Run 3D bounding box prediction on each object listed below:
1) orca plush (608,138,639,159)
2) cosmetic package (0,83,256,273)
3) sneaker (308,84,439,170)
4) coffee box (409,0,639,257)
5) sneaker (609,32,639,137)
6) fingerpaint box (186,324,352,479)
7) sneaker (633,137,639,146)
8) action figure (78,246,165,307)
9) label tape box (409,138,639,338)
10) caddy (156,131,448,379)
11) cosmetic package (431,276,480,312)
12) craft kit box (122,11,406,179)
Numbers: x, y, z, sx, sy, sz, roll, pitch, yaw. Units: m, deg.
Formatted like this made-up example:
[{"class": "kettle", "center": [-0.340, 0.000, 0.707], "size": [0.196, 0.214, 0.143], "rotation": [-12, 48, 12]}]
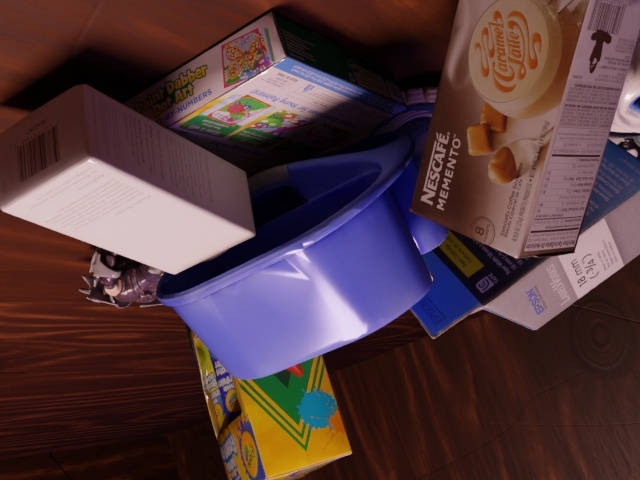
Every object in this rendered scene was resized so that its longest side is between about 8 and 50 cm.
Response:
[{"class": "orca plush", "center": [0.442, -0.093, 1.639], "size": [0.287, 0.102, 0.151], "rotation": [-23, 165, 19]}, {"class": "cosmetic package", "center": [-0.178, -0.049, 0.909], "size": [0.117, 0.085, 0.231], "rotation": [-24, 153, 25]}, {"class": "sneaker", "center": [0.060, -0.065, 1.206], "size": [0.130, 0.147, 0.330], "rotation": [-7, 164, -36]}, {"class": "coffee box", "center": [0.190, -0.123, 0.896], "size": [0.098, 0.246, 0.141], "rotation": [-4, -156, -43]}, {"class": "sneaker", "center": [0.345, -0.159, 1.038], "size": [0.323, 0.130, 0.236], "rotation": [4, -168, -45]}, {"class": "fingerpaint box", "center": [-0.118, 0.266, 1.769], "size": [0.163, 0.371, 0.445], "rotation": [-14, 166, -17]}, {"class": "sneaker", "center": [0.501, -0.214, 1.334], "size": [0.125, 0.104, 0.262], "rotation": [5, 154, -16]}, {"class": "action figure", "center": [-0.218, 0.031, 1.346], "size": [0.285, 0.099, 0.185], "rotation": [-23, 172, 33]}, {"class": "label tape box", "center": [0.243, -0.012, 1.237], "size": [0.334, 0.240, 0.106], "rotation": [-36, 130, 0]}, {"class": "caddy", "center": [-0.026, 0.002, 1.056], "size": [0.341, 0.179, 0.241], "rotation": [-26, -162, 28]}, {"class": "cosmetic package", "center": [0.248, 0.001, 1.591], "size": [0.284, 0.097, 0.377], "rotation": [-22, 149, 24]}, {"class": "craft kit box", "center": [-0.072, -0.129, 1.003], "size": [0.247, 0.061, 0.250], "rotation": [-28, 163, 25]}]
